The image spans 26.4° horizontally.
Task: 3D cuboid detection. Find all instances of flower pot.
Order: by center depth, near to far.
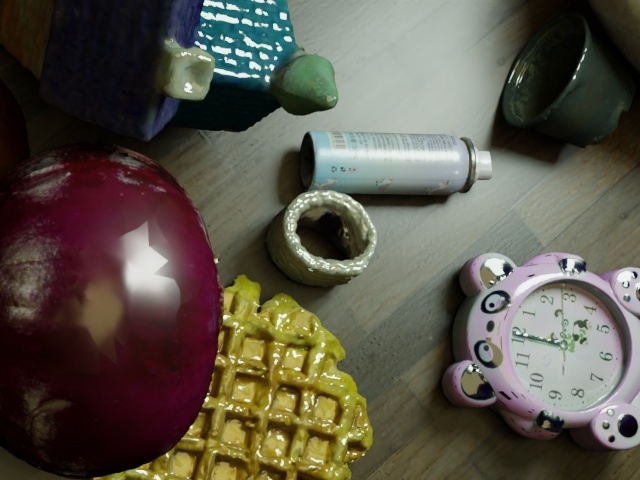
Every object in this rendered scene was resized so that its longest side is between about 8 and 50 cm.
[{"bbox_3d":[0.309,-0.186,1.660,0.107,0.157,0.157,26,75,-23],"label":"flower pot"}]

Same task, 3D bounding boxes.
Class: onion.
[{"bbox_3d":[-0.230,0.065,1.327,0.282,0.260,0.336,11,85,-17],"label":"onion"}]

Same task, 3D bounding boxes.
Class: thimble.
[{"bbox_3d":[0.000,0.000,1.569,0.115,0.090,0.102,40,70,-4],"label":"thimble"}]

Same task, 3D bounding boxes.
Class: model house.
[{"bbox_3d":[-0.143,-0.229,1.405,0.312,0.280,0.245,5,112,-35],"label":"model house"}]

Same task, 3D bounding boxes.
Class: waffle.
[{"bbox_3d":[-0.107,0.203,1.517,0.325,0.068,0.302,-32,90,-16],"label":"waffle"}]

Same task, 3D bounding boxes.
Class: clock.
[{"bbox_3d":[0.277,0.126,1.625,0.248,0.090,0.227,13,77,-12],"label":"clock"}]

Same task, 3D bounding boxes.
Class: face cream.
[{"bbox_3d":[0.094,-0.091,1.616,0.229,0.075,0.075,1,81,-15],"label":"face cream"}]

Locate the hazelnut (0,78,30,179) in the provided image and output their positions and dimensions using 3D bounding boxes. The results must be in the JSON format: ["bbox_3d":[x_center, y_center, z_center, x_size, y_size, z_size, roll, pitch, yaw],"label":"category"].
[{"bbox_3d":[-0.391,-0.110,1.416,0.208,0.208,0.208,3,80,-15],"label":"hazelnut"}]

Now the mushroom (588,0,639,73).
[{"bbox_3d":[0.488,-0.328,1.625,0.362,0.294,0.362,25,44,-27],"label":"mushroom"}]
